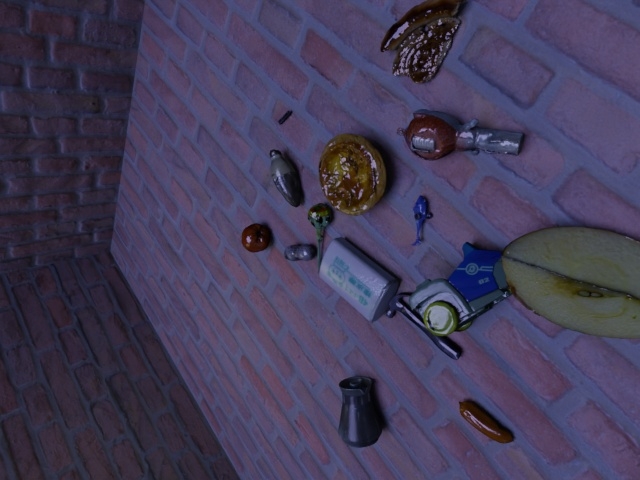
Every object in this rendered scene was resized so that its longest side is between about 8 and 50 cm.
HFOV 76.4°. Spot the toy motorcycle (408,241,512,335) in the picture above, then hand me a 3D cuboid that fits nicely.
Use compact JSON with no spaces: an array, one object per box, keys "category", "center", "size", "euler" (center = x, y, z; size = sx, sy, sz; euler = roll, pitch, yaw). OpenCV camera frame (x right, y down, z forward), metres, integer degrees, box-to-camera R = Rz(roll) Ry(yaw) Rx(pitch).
[{"category":"toy motorcycle","center":[0.424,0.125,1.165],"size":[0.326,0.191,0.200],"euler":[-42,62,22]}]

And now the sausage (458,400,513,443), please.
[{"category":"sausage","center":[0.511,0.572,1.273],"size":[0.183,0.054,0.062],"euler":[36,152,29]}]

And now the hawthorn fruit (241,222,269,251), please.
[{"category":"hawthorn fruit","center":[-0.302,-0.009,1.855],"size":[0.133,0.132,0.138],"euler":[63,144,11]}]

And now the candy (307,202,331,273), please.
[{"category":"candy","center":[0.000,0.000,1.615],"size":[0.091,0.083,0.306],"euler":[11,118,25]}]

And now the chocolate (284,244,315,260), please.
[{"category":"chocolate","center":[-0.089,0.051,1.702],"size":[0.166,0.072,0.072],"euler":[-5,98,44]}]

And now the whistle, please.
[{"category":"whistle","center":[0.370,-0.285,1.127],"size":[0.345,0.133,0.143],"euler":[17,128,31]}]

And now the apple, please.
[{"category":"apple","center":[0.609,0.094,0.950],"size":[0.345,0.179,0.255],"euler":[18,97,30]}]

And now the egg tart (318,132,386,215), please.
[{"category":"egg tart","center":[0.116,-0.225,1.396],"size":[0.290,0.115,0.291],"euler":[17,115,42]}]

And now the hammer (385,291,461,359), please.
[{"category":"hammer","center":[0.350,0.285,1.361],"size":[0.289,0.037,0.137],"euler":[40,128,31]}]

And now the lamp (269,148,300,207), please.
[{"category":"lamp","center":[-0.144,-0.251,1.651],"size":[0.101,0.101,0.251],"euler":[-22,89,45]}]

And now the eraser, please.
[{"category":"eraser","center":[0.133,0.140,1.489],"size":[0.290,0.104,0.189],"euler":[38,129,31]}]

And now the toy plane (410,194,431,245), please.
[{"category":"toy plane","center":[0.314,-0.062,1.297],"size":[0.062,0.053,0.168],"euler":[-149,56,-64]}]

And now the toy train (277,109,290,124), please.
[{"category":"toy train","center":[-0.142,-0.497,1.639],"size":[0.083,0.017,0.017],"euler":[-30,82,45]}]

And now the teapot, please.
[{"category":"teapot","center":[0.142,0.660,1.597],"size":[0.203,0.170,0.226],"euler":[177,87,-75]}]

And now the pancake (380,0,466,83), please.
[{"category":"pancake","center":[0.279,-0.593,1.173],"size":[0.212,0.056,0.258],"euler":[45,128,27]}]
